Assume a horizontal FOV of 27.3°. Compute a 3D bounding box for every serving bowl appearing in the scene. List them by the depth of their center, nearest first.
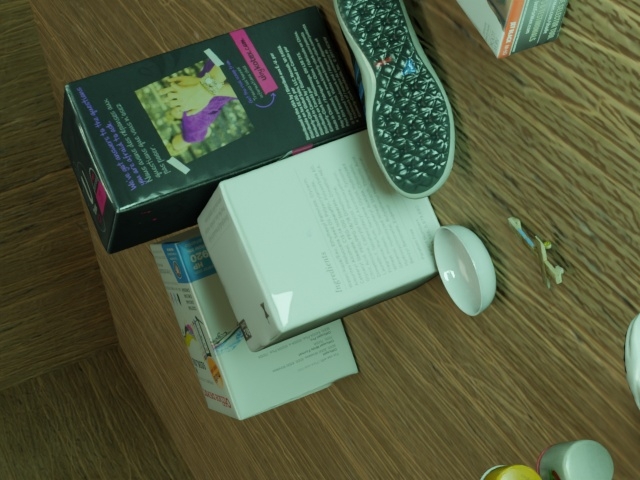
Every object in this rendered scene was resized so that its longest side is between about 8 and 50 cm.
[{"bbox_3d":[0.131,0.023,1.154,0.083,0.027,0.083,56,159,36],"label":"serving bowl"}]

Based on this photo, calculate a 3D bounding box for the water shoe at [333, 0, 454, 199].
[{"bbox_3d":[0.067,-0.136,1.134,0.080,0.073,0.203,-43,-62,-85],"label":"water shoe"}]

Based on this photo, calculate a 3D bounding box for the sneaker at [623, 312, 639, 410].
[{"bbox_3d":[0.265,0.092,0.707,0.235,0.094,0.153,58,159,32],"label":"sneaker"}]

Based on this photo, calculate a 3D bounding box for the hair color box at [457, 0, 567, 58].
[{"bbox_3d":[0.109,-0.219,0.903,0.167,0.053,0.093,59,159,29],"label":"hair color box"}]

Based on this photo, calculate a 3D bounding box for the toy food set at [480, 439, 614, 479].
[{"bbox_3d":[0.212,0.231,0.971,0.232,0.111,0.104,38,163,-4],"label":"toy food set"}]

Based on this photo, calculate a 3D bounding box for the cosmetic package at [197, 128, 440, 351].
[{"bbox_3d":[0.000,0.000,1.266,0.151,0.184,0.151,67,163,7],"label":"cosmetic package"}]

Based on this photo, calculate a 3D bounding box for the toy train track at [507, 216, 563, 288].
[{"bbox_3d":[0.172,0.006,1.036,0.083,0.014,0.048,-123,13,-51],"label":"toy train track"}]

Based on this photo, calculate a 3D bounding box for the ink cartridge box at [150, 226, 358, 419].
[{"bbox_3d":[-0.086,0.085,1.658,0.232,0.168,0.171,71,162,-6],"label":"ink cartridge box"}]

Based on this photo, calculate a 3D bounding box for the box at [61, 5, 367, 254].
[{"bbox_3d":[-0.111,-0.109,1.334,0.165,0.270,0.143,127,122,-71],"label":"box"}]
